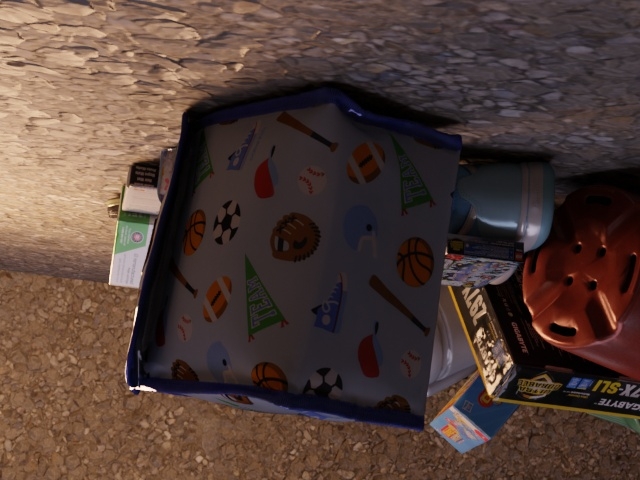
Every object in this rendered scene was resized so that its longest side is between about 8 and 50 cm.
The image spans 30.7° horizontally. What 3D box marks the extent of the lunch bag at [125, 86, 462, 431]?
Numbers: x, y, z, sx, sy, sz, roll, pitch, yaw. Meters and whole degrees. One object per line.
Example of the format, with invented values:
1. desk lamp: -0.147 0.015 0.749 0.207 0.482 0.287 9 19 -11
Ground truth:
1. lunch bag: -0.068 0.027 1.281 0.239 0.327 0.385 18 168 -37

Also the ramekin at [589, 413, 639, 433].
1. ramekin: 0.603 0.217 2.258 0.148 0.303 0.303 9 176 39

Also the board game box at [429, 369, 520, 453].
1. board game box: 0.345 0.236 2.117 0.086 0.302 0.308 42 167 8

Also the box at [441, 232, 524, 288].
1. box: 0.170 0.026 1.372 0.094 0.027 0.137 7 163 -12

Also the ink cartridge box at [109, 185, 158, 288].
1. ink cartridge box: -0.227 0.006 1.879 0.208 0.087 0.153 7 131 -10

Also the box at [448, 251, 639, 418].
1. box: 0.320 0.098 1.657 0.257 0.322 0.079 11 128 -23

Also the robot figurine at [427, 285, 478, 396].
1. robot figurine: 0.201 0.114 1.896 0.353 0.300 0.200 -20 -150 -24

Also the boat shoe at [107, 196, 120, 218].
1. boat shoe: -0.249 -0.027 1.955 0.224 0.073 0.080 7 172 -5

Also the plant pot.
1. plant pot: 0.410 0.062 1.425 0.265 0.272 0.272 16 168 -31

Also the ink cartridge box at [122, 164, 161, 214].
1. ink cartridge box: -0.175 -0.067 1.712 0.223 0.045 0.224 8 171 -12

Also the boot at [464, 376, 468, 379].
1. boot: 0.260 0.186 2.551 0.118 0.222 0.338 15 -178 23

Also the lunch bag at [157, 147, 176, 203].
1. lunch bag: -0.172 -0.074 1.526 0.053 0.083 0.071 -1 169 43

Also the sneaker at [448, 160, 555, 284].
1. sneaker: 0.155 -0.030 1.454 0.208 0.127 0.319 5 163 -4
